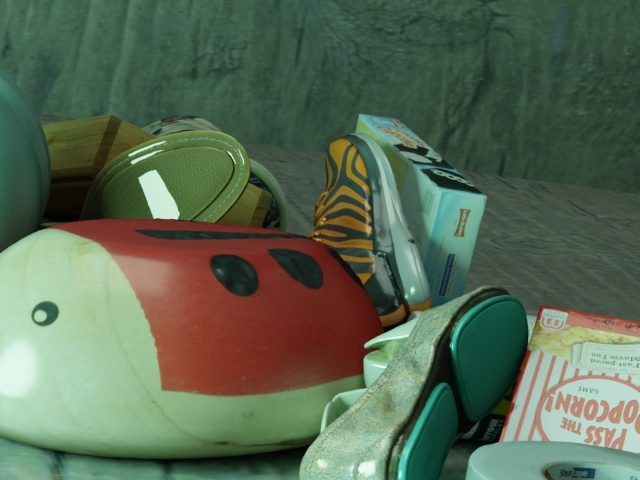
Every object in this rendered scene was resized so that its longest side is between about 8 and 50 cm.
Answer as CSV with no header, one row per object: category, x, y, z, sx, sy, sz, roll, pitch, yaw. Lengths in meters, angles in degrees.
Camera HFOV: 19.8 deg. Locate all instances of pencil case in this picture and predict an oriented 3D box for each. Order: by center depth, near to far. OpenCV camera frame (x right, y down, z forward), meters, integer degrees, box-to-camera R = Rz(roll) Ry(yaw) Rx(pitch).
pencil case,-0.146,-0.055,2.325,0.183,0.160,0.410,31,3,-15

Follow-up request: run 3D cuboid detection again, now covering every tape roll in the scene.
tape roll,0.207,0.207,1.298,0.219,0.072,0.219,10,8,-1

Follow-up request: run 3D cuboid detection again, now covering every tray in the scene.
tray,-0.249,-0.053,2.034,0.203,0.076,0.411,26,-15,-29

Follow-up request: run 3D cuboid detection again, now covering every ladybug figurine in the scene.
ladybug figurine,-0.114,0.072,1.529,0.305,0.162,0.449,16,11,40

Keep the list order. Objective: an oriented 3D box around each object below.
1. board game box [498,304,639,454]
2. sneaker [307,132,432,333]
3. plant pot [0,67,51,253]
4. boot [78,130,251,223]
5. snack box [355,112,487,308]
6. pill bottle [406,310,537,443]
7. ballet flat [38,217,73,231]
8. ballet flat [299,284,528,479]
board game box,0.231,0.143,1.495,0.147,0.045,0.193,9,42,14
sneaker,0.000,0.000,1.937,0.180,0.124,0.321,-11,36,-5
plant pot,-0.382,-0.013,1.545,0.293,0.293,0.196,8,33,-8
boot,-0.152,0.001,1.769,0.109,0.283,0.220,53,14,16
snack box,0.092,-0.014,2.092,0.060,0.187,0.322,8,17,-18
pill bottle,0.178,0.125,1.639,0.208,0.119,0.119,8,9,-7
ballet flat,-0.260,0.023,1.980,0.241,0.077,0.091,17,11,40
ballet flat,0.070,0.118,1.444,0.106,0.107,0.316,0,21,26
